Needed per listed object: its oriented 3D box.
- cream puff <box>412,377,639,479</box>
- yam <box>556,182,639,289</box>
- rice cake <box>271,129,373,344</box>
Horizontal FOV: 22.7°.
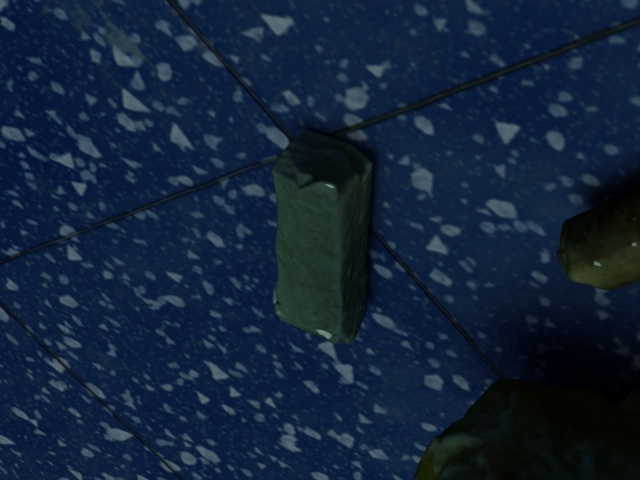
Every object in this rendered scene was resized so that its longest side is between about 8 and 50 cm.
[{"bbox_3d":[0.223,0.292,1.165,0.378,0.378,0.275,23,122,11],"label":"cream puff"},{"bbox_3d":[0.275,-0.031,0.981,0.317,0.071,0.067,-23,75,46],"label":"yam"},{"bbox_3d":[0.000,0.001,1.224,0.069,0.063,0.206,23,143,21],"label":"rice cake"}]
